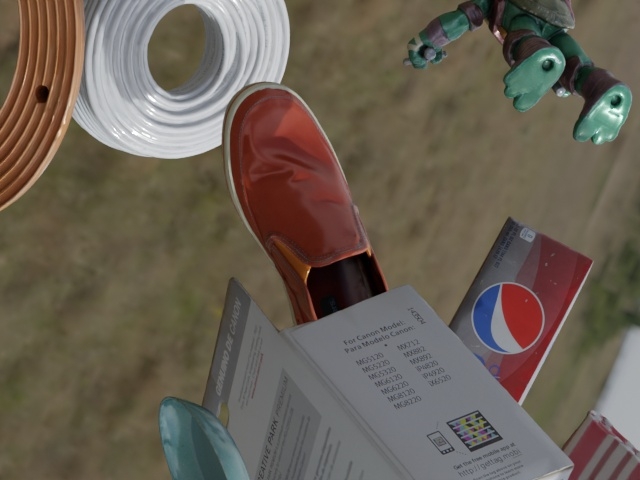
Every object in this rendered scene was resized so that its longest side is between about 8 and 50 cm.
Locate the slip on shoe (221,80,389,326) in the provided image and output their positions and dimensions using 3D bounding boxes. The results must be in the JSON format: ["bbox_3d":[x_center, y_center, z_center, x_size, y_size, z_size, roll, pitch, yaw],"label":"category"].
[{"bbox_3d":[0.000,0.000,1.806,0.123,0.331,0.101,-21,-177,-25],"label":"slip on shoe"}]

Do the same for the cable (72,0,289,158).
[{"bbox_3d":[-0.156,-0.209,1.995,0.257,0.089,0.257,22,95,-39],"label":"cable"}]

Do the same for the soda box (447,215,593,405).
[{"bbox_3d":[0.145,0.117,1.678,0.263,0.092,0.083,-60,174,-12],"label":"soda box"}]

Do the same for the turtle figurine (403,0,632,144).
[{"bbox_3d":[0.160,-0.166,1.532,0.234,0.175,0.118,-123,-137,-58],"label":"turtle figurine"}]

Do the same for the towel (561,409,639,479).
[{"bbox_3d":[0.228,0.239,1.370,0.029,0.197,0.144,12,114,-46],"label":"towel"}]

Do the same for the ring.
[{"bbox_3d":[-0.311,-0.178,1.471,0.032,0.336,0.337,-17,133,-54],"label":"ring"}]

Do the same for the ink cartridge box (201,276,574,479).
[{"bbox_3d":[0.026,0.200,1.437,0.130,0.272,0.309,-18,140,-32],"label":"ink cartridge box"}]

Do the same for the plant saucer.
[{"bbox_3d":[-0.071,0.155,1.223,0.021,0.119,0.119,-22,149,-22],"label":"plant saucer"}]
